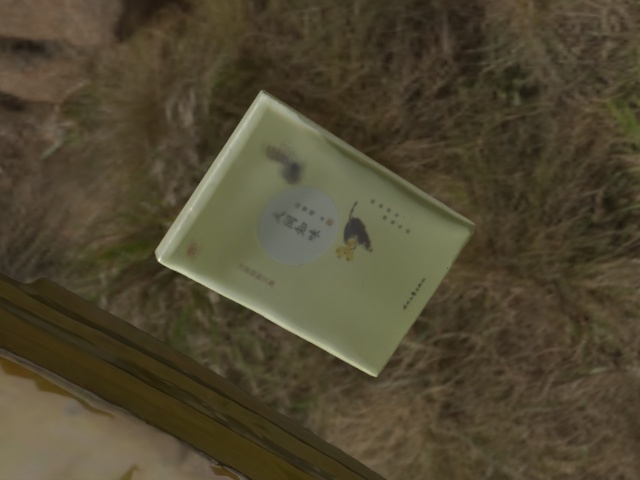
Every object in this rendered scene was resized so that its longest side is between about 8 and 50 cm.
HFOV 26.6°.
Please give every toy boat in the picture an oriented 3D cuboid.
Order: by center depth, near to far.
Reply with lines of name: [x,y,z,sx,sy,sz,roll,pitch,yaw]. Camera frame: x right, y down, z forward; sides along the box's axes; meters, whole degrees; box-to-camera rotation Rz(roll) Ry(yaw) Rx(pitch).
toy boat: [-0.047,0.075,0.357,0.310,0.115,0.089,31,95,-11]

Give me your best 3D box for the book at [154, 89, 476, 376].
book: [0.000,0.000,0.537,0.077,0.111,0.014,-57,26,7]
